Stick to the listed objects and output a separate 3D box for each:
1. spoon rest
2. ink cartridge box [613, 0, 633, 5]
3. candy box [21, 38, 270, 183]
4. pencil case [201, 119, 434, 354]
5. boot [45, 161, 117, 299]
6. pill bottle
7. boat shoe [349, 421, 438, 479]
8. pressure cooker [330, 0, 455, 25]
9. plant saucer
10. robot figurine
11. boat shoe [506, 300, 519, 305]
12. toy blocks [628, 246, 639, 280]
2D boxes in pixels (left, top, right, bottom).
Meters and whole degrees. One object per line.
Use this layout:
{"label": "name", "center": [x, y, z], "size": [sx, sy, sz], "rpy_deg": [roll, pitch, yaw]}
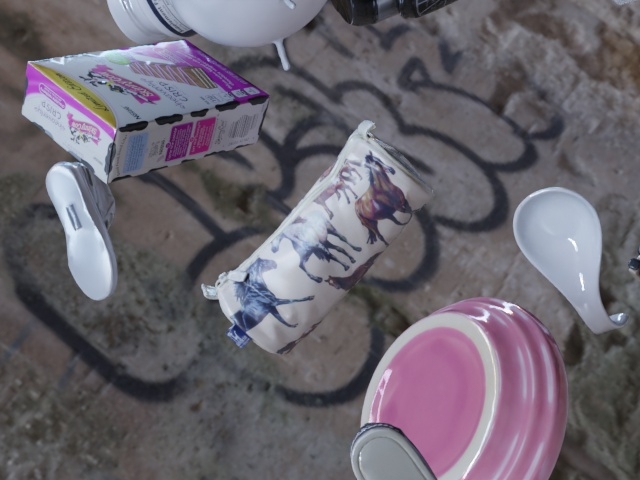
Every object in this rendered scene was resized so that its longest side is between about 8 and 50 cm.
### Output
{"label": "spoon rest", "center": [0.410, 0.039, 1.535], "size": [0.137, 0.276, 0.084], "rpy_deg": [-24, 16, 29]}
{"label": "ink cartridge box", "center": [0.418, -0.422, 1.312], "size": [0.148, 0.203, 0.086], "rpy_deg": [-7, 65, 50]}
{"label": "candy box", "center": [-0.196, -0.156, 1.096], "size": [0.233, 0.159, 0.071], "rpy_deg": [-23, -39, -46]}
{"label": "pencil case", "center": [0.000, 0.000, 1.542], "size": [0.410, 0.183, 0.160], "rpy_deg": [-48, 35, 16]}
{"label": "boot", "center": [-0.408, -0.023, 1.756], "size": [0.095, 0.258, 0.123], "rpy_deg": [-17, 0, 22]}
{"label": "pill bottle", "center": [-0.191, -0.401, 1.468], "size": [0.264, 0.153, 0.153], "rpy_deg": [-15, 22, 31]}
{"label": "boat shoe", "center": [0.090, 0.244, 0.824], "size": [0.075, 0.206, 0.065], "rpy_deg": [-31, 6, -2]}
{"label": "pressure cooker", "center": [0.170, -0.577, 1.512], "size": [0.420, 0.376, 0.370], "rpy_deg": [-23, 31, -2]}
{"label": "plant saucer", "center": [0.163, 0.223, 1.234], "size": [0.332, 0.084, 0.332], "rpy_deg": [-35, 43, 39]}
{"label": "robot figurine", "center": [-0.105, -0.368, 1.083], "size": [0.199, 0.354, 0.300], "rpy_deg": [-25, -16, 0]}
{"label": "boat shoe", "center": [0.297, 0.119, 1.536], "size": [0.035, 0.035, 0.100], "rpy_deg": [-28, -11, 20]}
{"label": "toy blocks", "center": [0.786, 0.056, 1.753], "size": [0.289, 0.260, 0.309], "rpy_deg": [-54, -43, 1]}
